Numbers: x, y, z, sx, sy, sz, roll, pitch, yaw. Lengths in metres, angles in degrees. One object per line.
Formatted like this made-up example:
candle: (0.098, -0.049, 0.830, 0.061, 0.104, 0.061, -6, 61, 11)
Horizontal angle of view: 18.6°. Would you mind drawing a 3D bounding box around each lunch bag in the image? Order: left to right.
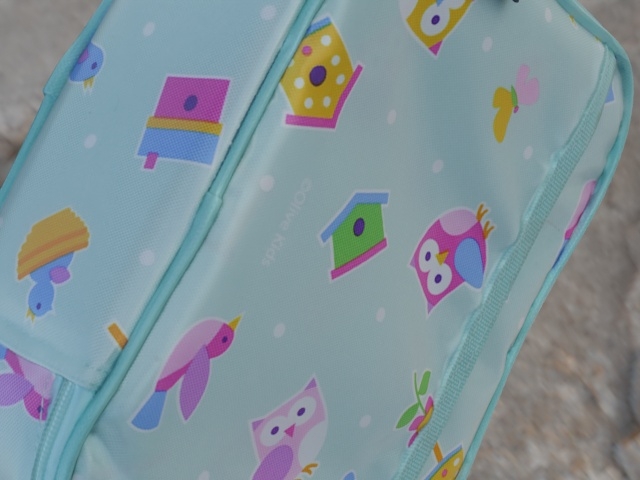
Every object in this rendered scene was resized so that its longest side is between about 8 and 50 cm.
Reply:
lunch bag: (0.000, 0.000, 0.717, 0.108, 0.224, 0.279, 25, 85, 43)
